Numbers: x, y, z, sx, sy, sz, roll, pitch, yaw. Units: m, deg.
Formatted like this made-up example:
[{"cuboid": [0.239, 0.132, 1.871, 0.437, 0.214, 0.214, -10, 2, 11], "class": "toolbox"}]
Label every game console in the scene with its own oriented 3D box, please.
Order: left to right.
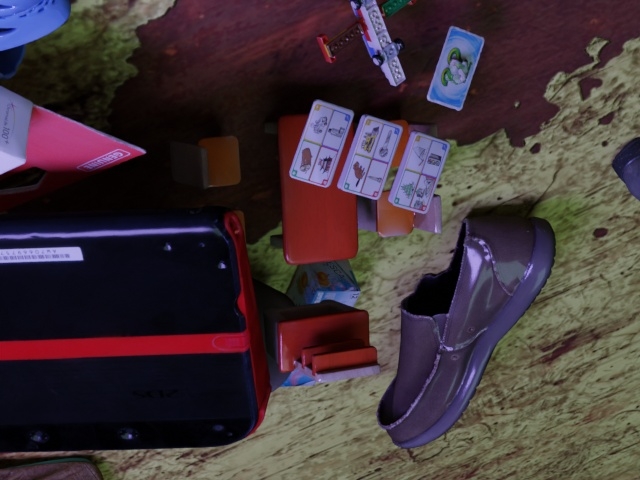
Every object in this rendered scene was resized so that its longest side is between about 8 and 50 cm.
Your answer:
[{"cuboid": [-0.251, 0.090, 1.337, 0.386, 0.060, 0.342, -3, 136, 3], "class": "game console"}]

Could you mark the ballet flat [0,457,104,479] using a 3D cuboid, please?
[{"cuboid": [-0.427, 0.342, 1.713, 0.342, 0.124, 0.116, 3, 135, -27], "class": "ballet flat"}]

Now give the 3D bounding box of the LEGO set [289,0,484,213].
[{"cuboid": [0.065, -0.163, 1.335, 0.182, 0.060, 0.244, 13, 99, -39], "class": "LEGO set"}]

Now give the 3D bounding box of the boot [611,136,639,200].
[{"cuboid": [0.462, -0.025, 1.658, 0.246, 0.161, 0.083, 12, 132, -35], "class": "boot"}]

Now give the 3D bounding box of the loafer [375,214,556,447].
[{"cuboid": [0.151, 0.101, 1.716, 0.130, 0.134, 0.366, 22, 118, -12], "class": "loafer"}]

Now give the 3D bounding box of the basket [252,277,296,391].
[{"cuboid": [-0.141, 0.093, 1.536, 0.227, 0.154, 0.204, 18, 132, -43], "class": "basket"}]

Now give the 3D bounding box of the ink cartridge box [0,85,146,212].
[{"cuboid": [-0.348, -0.059, 1.227, 0.296, 0.066, 0.261, -18, 150, 40], "class": "ink cartridge box"}]

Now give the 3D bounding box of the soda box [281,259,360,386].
[{"cuboid": [-0.013, 0.097, 1.663, 0.058, 0.063, 0.183, 0, 137, -24], "class": "soda box"}]

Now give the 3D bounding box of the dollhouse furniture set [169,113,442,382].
[{"cuboid": [0.000, 0.000, 1.400, 0.262, 0.135, 0.259, -7, 101, -22], "class": "dollhouse furniture set"}]

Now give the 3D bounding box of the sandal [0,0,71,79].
[{"cuboid": [-0.251, -0.208, 1.074, 0.138, 0.126, 0.317, 23, 157, -30], "class": "sandal"}]
